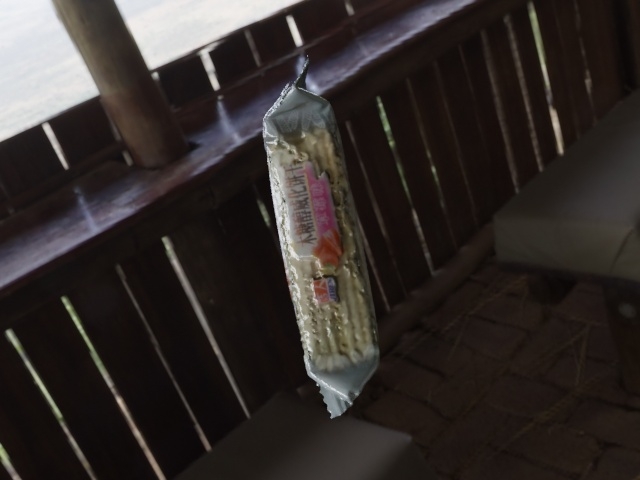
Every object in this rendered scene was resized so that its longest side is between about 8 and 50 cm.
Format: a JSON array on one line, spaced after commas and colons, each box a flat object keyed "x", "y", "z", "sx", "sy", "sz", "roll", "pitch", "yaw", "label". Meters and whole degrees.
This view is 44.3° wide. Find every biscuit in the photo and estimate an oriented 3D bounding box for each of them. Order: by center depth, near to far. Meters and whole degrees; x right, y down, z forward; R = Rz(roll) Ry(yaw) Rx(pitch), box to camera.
[{"x": 0.000, "y": 0.000, "z": 0.759, "sx": 0.079, "sy": 0.309, "sz": 0.186, "roll": -11, "pitch": -2, "yaw": -4, "label": "biscuit"}]
